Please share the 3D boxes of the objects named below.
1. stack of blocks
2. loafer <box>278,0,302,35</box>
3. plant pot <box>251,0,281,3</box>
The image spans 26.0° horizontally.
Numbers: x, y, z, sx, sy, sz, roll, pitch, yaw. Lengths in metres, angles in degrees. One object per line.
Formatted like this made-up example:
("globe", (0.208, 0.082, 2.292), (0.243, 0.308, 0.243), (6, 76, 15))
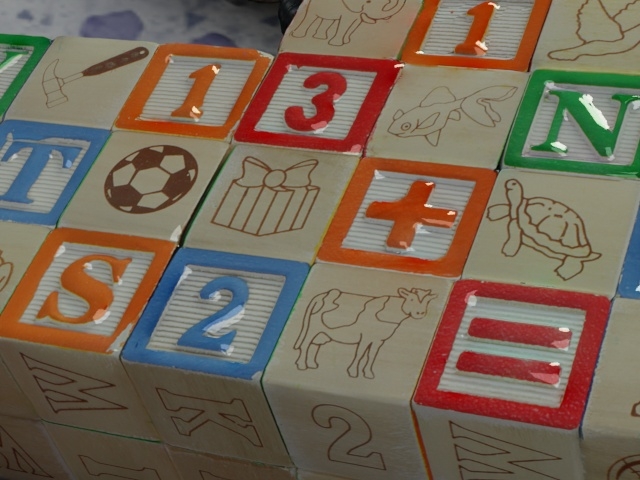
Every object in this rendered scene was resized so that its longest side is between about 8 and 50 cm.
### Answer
("stack of blocks", (0.000, 0.000, 0.448), (0.297, 0.087, 0.171), (6, 50, 21))
("loafer", (0.089, -0.115, 0.654), (0.223, 0.076, 0.078), (-16, 56, -17))
("plant pot", (0.006, -0.244, 0.682), (0.263, 0.263, 0.229), (34, 68, 25))
